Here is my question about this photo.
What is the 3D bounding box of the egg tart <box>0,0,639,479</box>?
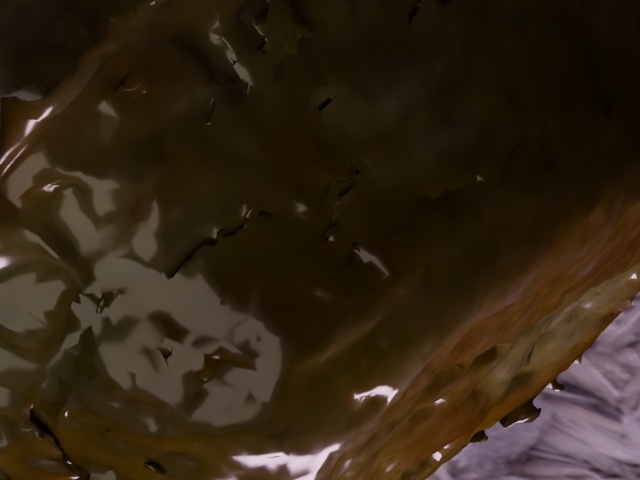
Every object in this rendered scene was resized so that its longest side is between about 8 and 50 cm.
[{"bbox_3d":[0.000,0.000,0.733,0.178,0.443,0.443,49,154,20],"label":"egg tart"}]
